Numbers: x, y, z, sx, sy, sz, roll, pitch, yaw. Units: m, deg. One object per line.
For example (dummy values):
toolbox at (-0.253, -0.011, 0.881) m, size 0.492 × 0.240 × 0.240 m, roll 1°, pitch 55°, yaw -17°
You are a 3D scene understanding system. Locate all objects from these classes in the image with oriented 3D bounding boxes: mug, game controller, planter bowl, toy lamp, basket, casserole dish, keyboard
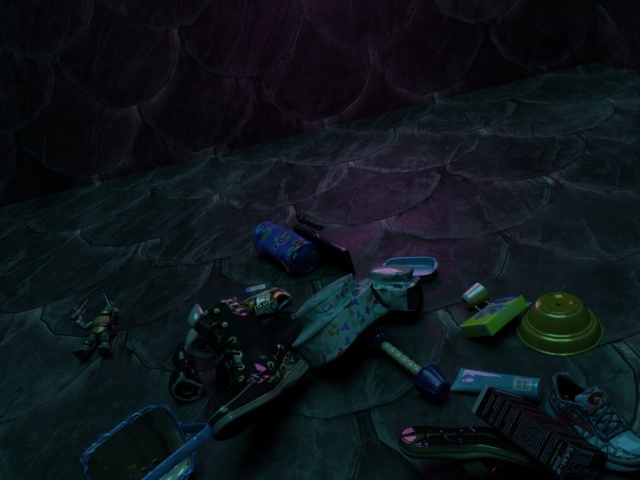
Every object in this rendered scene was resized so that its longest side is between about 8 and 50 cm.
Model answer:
mug at (0.449, 0.167, 1.770) m, size 0.064 × 0.062 × 0.078 m, roll -29°, pitch 25°, yaw -14°
game controller at (-0.153, 0.307, 1.772) m, size 0.166 × 0.067 × 0.319 m, roll -4°, pitch 25°, yaw 47°
planter bowl at (0.625, 0.198, 1.604) m, size 0.217 × 0.090 × 0.217 m, roll -10°, pitch 28°, yaw 5°
toy lamp at (0.224, 0.317, 1.562) m, size 0.080 × 0.080 × 0.274 m, roll -26°, pitch 29°, yaw -24°
basket at (-0.383, 0.483, 1.337) m, size 0.254 × 0.201 × 0.289 m, roll -32°, pitch 3°, yaw -33°
casserole dish at (0.291, 0.097, 1.988) m, size 0.188 × 0.037 × 0.114 m, roll -2°, pitch 29°, yaw 17°
keyboard at (0.000, 0.000, 2.112) m, size 0.033 × 0.202 × 0.317 m, roll -39°, pitch 36°, yaw -20°

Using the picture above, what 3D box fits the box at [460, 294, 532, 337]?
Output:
box at (0.479, 0.203, 1.663) m, size 0.178 × 0.042 × 0.109 m, roll -30°, pitch 3°, yaw -29°

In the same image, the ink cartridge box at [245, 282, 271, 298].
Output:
ink cartridge box at (-0.202, 0.175, 2.031) m, size 0.083 × 0.048 × 0.028 m, roll -14°, pitch 28°, yaw -1°

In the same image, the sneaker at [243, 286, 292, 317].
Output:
sneaker at (-0.178, 0.207, 1.940) m, size 0.185 × 0.070 × 0.083 m, roll -32°, pitch 28°, yaw -31°

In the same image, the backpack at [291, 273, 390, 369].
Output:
backpack at (0.039, 0.226, 1.661) m, size 0.253 × 0.191 × 0.225 m, roll -45°, pitch 3°, yaw -37°

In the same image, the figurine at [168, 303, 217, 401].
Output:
figurine at (-0.362, 0.304, 1.712) m, size 0.092 × 0.215 × 0.209 m, roll 17°, pitch 13°, yaw -23°

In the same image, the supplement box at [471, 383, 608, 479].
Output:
supplement box at (0.446, 0.396, 1.260) m, size 0.130 × 0.073 × 0.239 m, roll 23°, pitch 5°, yaw -36°

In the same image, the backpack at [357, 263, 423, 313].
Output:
backpack at (0.199, 0.145, 1.809) m, size 0.188 × 0.145 × 0.166 m, roll -10°, pitch 7°, yaw 17°

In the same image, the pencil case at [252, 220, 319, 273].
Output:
pencil case at (-0.133, 0.028, 2.206) m, size 0.133 × 0.119 × 0.306 m, roll -45°, pitch 38°, yaw -15°

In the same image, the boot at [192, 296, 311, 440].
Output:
boot at (-0.211, 0.298, 1.496) m, size 0.284 × 0.138 × 0.377 m, roll 47°, pitch 30°, yaw 11°

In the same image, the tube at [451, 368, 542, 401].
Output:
tube at (0.421, 0.345, 1.465) m, size 0.207 × 0.052 × 0.080 m, roll 1°, pitch 25°, yaw 34°

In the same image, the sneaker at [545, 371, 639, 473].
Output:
sneaker at (0.567, 0.370, 1.268) m, size 0.104 × 0.125 × 0.262 m, roll -24°, pitch 29°, yaw -19°

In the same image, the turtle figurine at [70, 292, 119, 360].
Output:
turtle figurine at (-0.718, 0.276, 1.987) m, size 0.175 × 0.118 × 0.234 m, roll -22°, pitch 41°, yaw 14°

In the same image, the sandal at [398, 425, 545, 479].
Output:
sandal at (0.309, 0.446, 1.267) m, size 0.302 × 0.086 × 0.120 m, roll 5°, pitch 6°, yaw 0°
